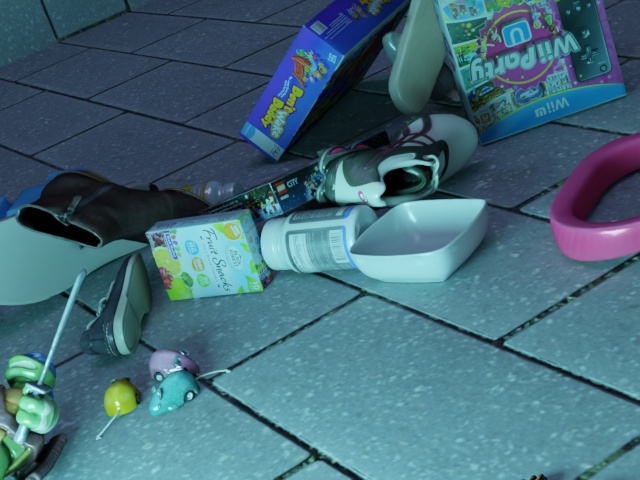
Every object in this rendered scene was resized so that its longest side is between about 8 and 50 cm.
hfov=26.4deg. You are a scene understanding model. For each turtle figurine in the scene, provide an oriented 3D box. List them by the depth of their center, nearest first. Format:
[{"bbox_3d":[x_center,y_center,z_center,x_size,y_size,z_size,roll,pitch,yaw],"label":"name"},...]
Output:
[{"bbox_3d":[-0.357,0.177,1.327,0.197,0.275,0.266,15,52,3],"label":"turtle figurine"}]

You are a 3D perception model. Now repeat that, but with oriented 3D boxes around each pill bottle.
[{"bbox_3d":[0.000,0.000,1.671,0.137,0.078,0.078,-5,25,32],"label":"pill bottle"},{"bbox_3d":[-0.168,-0.050,1.953,0.116,0.065,0.065,-10,23,20],"label":"pill bottle"}]

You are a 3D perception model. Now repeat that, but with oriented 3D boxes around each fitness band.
[{"bbox_3d":[0.375,-0.060,1.540,0.209,0.054,0.291,-5,24,32],"label":"fitness band"}]

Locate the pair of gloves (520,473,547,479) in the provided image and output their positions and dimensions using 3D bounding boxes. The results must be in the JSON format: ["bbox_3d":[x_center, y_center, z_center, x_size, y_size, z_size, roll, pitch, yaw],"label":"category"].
[{"bbox_3d":[0.181,0.214,1.093,0.083,0.010,0.074,6,31,42],"label":"pair of gloves"}]

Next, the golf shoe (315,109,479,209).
[{"bbox_3d":[0.122,-0.090,1.751,0.272,0.105,0.120,-23,29,-35],"label":"golf shoe"}]

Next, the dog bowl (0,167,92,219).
[{"bbox_3d":[-0.489,-0.030,2.161,0.297,0.074,0.166,-15,22,10],"label":"dog bowl"}]

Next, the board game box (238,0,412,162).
[{"bbox_3d":[0.023,-0.297,2.196,0.233,0.078,0.347,-55,-4,38],"label":"board game box"}]

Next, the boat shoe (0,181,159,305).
[{"bbox_3d":[-0.391,0.006,1.929,0.340,0.127,0.158,-20,11,-41],"label":"boat shoe"}]

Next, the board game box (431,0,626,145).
[{"bbox_3d":[0.277,-0.316,1.896,0.224,0.303,0.097,-20,21,0],"label":"board game box"}]

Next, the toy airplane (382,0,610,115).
[{"bbox_3d":[0.214,-0.405,2.116,0.386,0.384,0.272,-21,-10,-18],"label":"toy airplane"}]

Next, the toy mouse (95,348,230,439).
[{"bbox_3d":[-0.171,0.151,1.510,0.143,0.031,0.161,-15,22,10],"label":"toy mouse"}]

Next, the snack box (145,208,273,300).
[{"bbox_3d":[-0.140,0.019,1.711,0.141,0.100,0.037,-7,24,28],"label":"snack box"}]

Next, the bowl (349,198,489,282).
[{"bbox_3d":[0.121,0.005,1.593,0.142,0.053,0.142,-2,26,37],"label":"bowl"}]

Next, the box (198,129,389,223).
[{"bbox_3d":[-0.029,-0.074,1.825,0.233,0.044,0.159,-27,6,-42],"label":"box"}]

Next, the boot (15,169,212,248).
[{"bbox_3d":[-0.255,-0.016,1.785,0.248,0.090,0.207,19,20,4],"label":"boot"}]

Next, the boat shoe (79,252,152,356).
[{"bbox_3d":[-0.256,0.078,1.702,0.065,0.075,0.206,-12,27,8],"label":"boat shoe"}]
